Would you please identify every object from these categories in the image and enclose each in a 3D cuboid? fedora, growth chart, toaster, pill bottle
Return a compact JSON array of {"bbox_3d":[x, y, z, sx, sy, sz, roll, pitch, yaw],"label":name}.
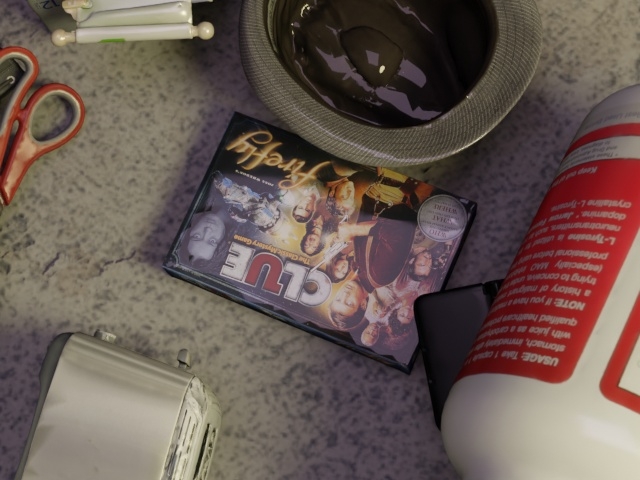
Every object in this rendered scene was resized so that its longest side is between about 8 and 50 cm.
[{"bbox_3d":[0.059,-0.172,1.053,0.275,0.124,0.243,33,80,14],"label":"fedora"},{"bbox_3d":[-0.150,-0.287,1.059,0.172,0.021,0.237,4,77,5],"label":"growth chart"},{"bbox_3d":[-0.175,0.194,0.975,0.147,0.129,0.226,13,75,7],"label":"toaster"},{"bbox_3d":[0.233,0.098,0.872,0.229,0.229,0.407,25,67,12],"label":"pill bottle"}]

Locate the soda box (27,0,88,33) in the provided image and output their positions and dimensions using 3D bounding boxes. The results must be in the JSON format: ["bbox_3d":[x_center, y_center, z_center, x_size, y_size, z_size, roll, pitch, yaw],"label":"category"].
[{"bbox_3d":[-0.146,-0.289,1.120,0.286,0.098,0.091,-15,76,2],"label":"soda box"}]

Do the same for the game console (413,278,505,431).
[{"bbox_3d":[0.151,0.098,1.005,0.107,0.071,0.122,-5,83,-42],"label":"game console"}]

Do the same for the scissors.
[{"bbox_3d":[-0.319,-0.037,1.084,0.109,0.021,0.297,29,79,-30],"label":"scissors"}]

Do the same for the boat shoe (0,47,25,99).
[{"bbox_3d":[-0.367,-0.092,1.107,0.076,0.080,0.228,38,76,-11],"label":"boat shoe"}]

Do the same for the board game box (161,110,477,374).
[{"bbox_3d":[0.000,0.000,1.054,0.243,0.042,0.165,21,78,11],"label":"board game box"}]
